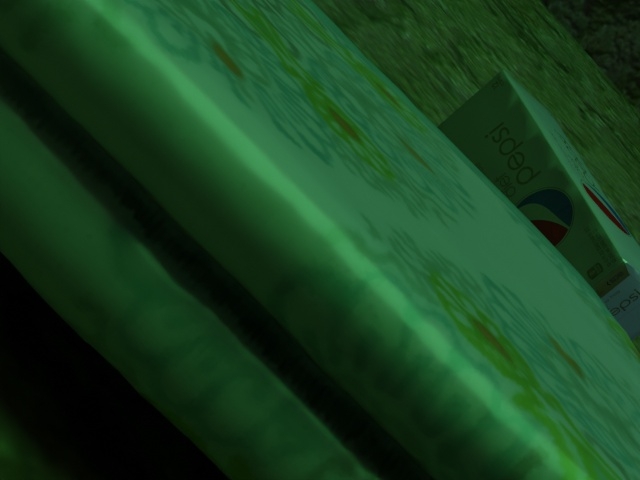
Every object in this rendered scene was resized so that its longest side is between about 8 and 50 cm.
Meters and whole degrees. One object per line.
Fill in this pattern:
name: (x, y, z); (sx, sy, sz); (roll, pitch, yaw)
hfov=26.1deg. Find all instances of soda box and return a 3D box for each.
soda box: (0.153, -0.019, 0.939); (0.069, 0.074, 0.216); (34, 23, -38)

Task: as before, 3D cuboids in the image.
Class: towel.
towel: (0.000, 0.000, 0.498); (0.374, 0.090, 0.320); (45, 14, -2)
